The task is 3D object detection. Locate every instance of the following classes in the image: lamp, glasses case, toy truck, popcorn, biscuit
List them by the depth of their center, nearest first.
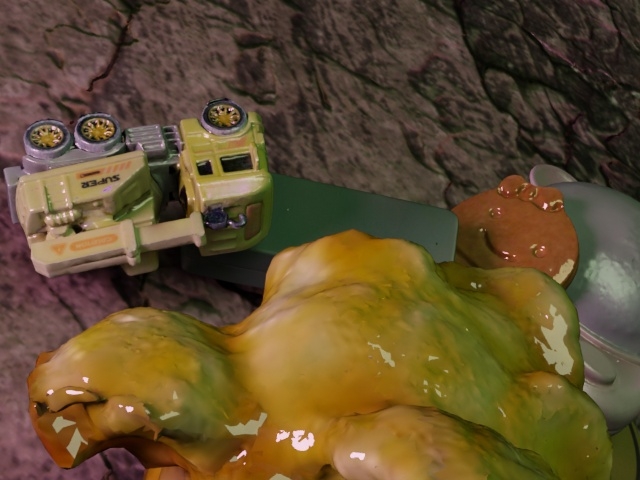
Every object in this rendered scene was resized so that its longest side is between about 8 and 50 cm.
[{"bbox_3d":[0.036,0.143,0.745,0.290,0.325,0.321,-27,79,-31],"label":"popcorn"},{"bbox_3d":[-0.111,-0.024,0.921,0.169,0.077,0.100,-7,51,-13],"label":"toy truck"},{"bbox_3d":[0.000,0.000,0.996,0.184,0.039,0.077,12,48,0],"label":"glasses case"},{"bbox_3d":[0.107,0.027,1.031,0.184,0.027,0.133,-24,53,-8],"label":"biscuit"},{"bbox_3d":[0.208,0.041,1.092,0.179,0.108,0.246,31,42,-2],"label":"lamp"}]

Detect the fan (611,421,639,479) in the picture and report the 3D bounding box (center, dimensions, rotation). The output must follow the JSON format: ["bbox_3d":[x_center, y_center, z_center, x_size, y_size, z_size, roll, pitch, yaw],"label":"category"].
[{"bbox_3d":[0.134,0.148,1.032,0.230,0.011,0.335,31,44,-9],"label":"fan"}]
